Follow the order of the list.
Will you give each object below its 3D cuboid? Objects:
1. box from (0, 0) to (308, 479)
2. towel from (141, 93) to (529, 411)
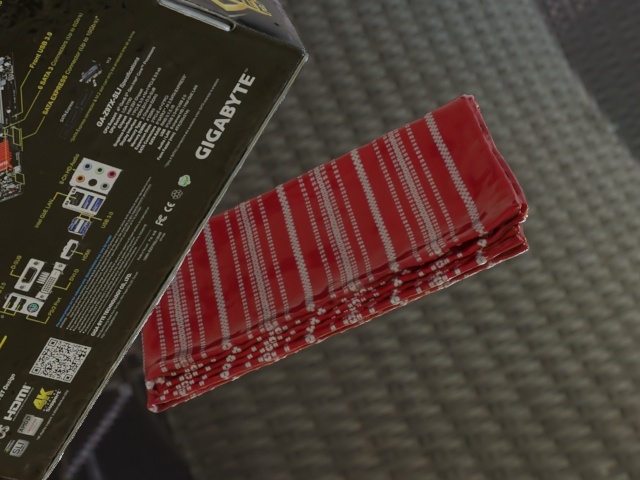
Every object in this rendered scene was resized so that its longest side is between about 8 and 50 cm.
[{"bbox_3d":[-0.195,-0.029,0.955,0.257,0.079,0.322,18,117,-31],"label":"box"},{"bbox_3d":[0.000,0.000,1.213,0.275,0.199,0.031,-24,119,7],"label":"towel"}]
